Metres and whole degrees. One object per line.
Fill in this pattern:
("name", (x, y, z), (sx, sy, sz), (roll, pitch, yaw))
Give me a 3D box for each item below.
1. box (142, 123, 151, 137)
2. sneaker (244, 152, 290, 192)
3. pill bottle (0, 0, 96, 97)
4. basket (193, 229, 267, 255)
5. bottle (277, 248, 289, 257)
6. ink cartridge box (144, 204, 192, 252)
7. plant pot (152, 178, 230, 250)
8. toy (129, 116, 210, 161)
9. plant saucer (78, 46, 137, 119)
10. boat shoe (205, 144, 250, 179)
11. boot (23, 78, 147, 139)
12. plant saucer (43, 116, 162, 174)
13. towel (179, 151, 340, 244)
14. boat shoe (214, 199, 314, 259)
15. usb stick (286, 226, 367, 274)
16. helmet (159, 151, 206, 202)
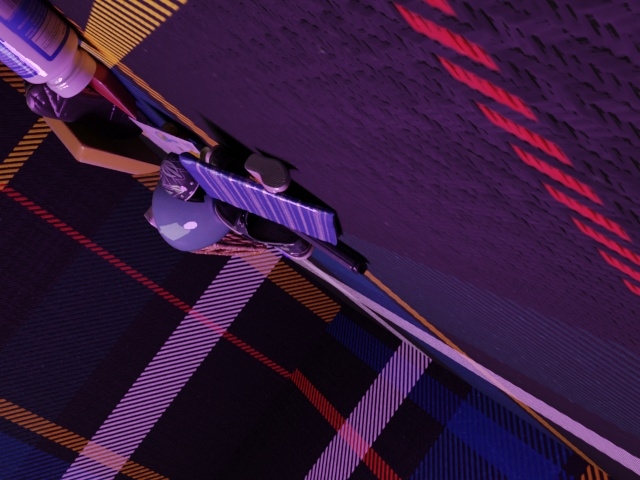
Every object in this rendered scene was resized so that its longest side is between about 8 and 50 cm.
("box", (-0.673, -0.434, 2.040), (0.105, 0.043, 0.179), (31, 169, 43))
("sneaker", (-0.078, -0.111, 1.016), (0.070, 0.051, 0.134), (40, 177, -41))
("pill bottle", (-0.607, -0.424, 1.175), (0.152, 0.152, 0.272), (33, 172, 37))
("basket", (-0.332, 0.004, 2.188), (0.213, 0.223, 0.299), (42, 153, -26))
("bottle", (-0.177, -0.057, 1.797), (0.283, 0.092, 0.118), (36, 173, 9))
("ink cartridge box", (-0.475, -0.131, 2.100), (0.201, 0.278, 0.117), (41, 176, -33))
("plant pot", (-0.380, -0.114, 1.897), (0.195, 0.290, 0.290), (-5, 148, 35))
("toy", (-0.385, -0.274, 1.523), (0.237, 0.056, 0.137), (29, 167, 26))
("plant saucer", (-0.620, -0.456, 1.527), (0.258, 0.048, 0.259), (37, 173, 6))
("boat shoe", (-0.202, -0.147, 1.349), (0.065, 0.075, 0.206), (38, 170, 27))
("boot", (-0.744, -0.460, 1.751), (0.377, 0.138, 0.284), (6, -143, -50))
("plant saucer", (-0.718, -0.328, 1.831), (0.333, 0.081, 0.332), (44, -164, 26))
("towel", (-0.117, -0.088, 1.200), (0.336, 0.040, 0.243), (21, 170, 9))
("boat shoe", (-0.176, -0.057, 1.643), (0.340, 0.127, 0.113), (33, 172, 18))
("usb stick", (0.000, 0.000, 1.435), (0.278, 0.045, 0.077), (34, 172, 27))
("helmet", (-0.395, -0.194, 1.685), (0.169, 0.169, 0.161), (34, -170, 26))
